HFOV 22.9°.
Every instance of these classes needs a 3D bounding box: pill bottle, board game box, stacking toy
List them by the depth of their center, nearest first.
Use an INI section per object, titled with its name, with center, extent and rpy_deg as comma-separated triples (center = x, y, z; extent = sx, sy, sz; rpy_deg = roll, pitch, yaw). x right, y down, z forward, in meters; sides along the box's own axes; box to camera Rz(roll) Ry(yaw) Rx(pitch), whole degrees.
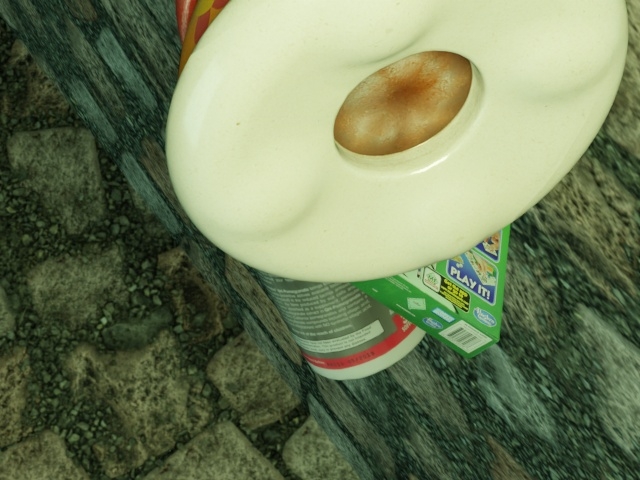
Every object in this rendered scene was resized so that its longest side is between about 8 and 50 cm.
[stacking toy]
center = -0.007, -0.234, 1.250
extent = 0.350, 0.351, 0.480
rpy_deg = 72, 174, -51
[board game box]
center = 0.037, -0.062, 1.375
extent = 0.317, 0.213, 0.046
rpy_deg = 33, 136, -24
[pill bottle]
center = 0.000, 0.000, 1.915
extent = 0.176, 0.176, 0.318
rpy_deg = 32, 154, 58
